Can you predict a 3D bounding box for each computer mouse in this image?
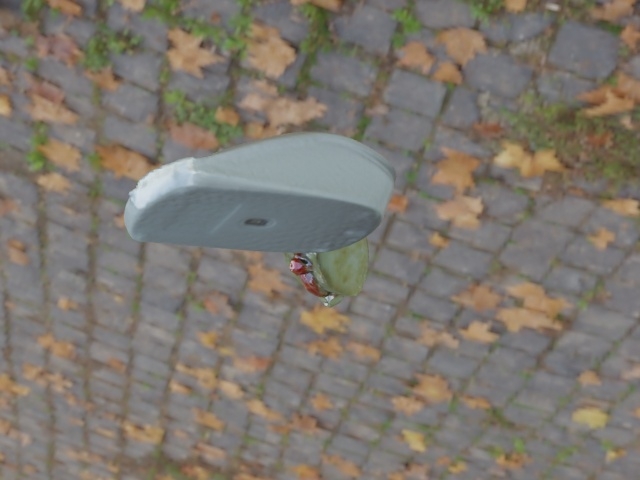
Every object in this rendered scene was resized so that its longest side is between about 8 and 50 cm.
[{"bbox_3d":[-0.046,-0.042,0.986,0.230,0.079,0.128,3,154,-33],"label":"computer mouse"}]

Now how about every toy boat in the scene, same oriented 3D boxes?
[{"bbox_3d":[0.000,0.000,1.141,0.071,0.089,0.185,31,149,47],"label":"toy boat"}]
